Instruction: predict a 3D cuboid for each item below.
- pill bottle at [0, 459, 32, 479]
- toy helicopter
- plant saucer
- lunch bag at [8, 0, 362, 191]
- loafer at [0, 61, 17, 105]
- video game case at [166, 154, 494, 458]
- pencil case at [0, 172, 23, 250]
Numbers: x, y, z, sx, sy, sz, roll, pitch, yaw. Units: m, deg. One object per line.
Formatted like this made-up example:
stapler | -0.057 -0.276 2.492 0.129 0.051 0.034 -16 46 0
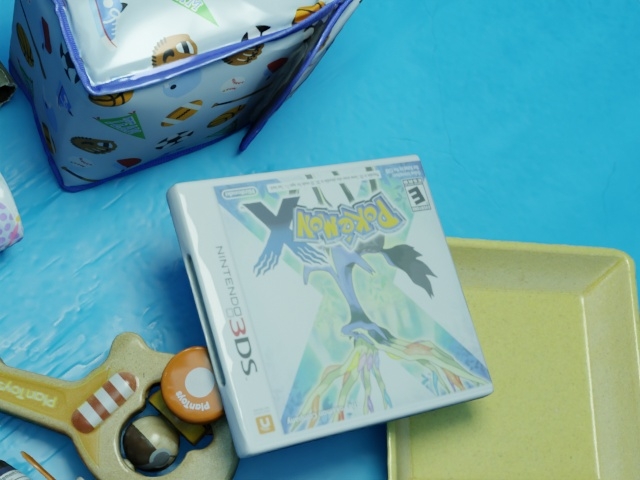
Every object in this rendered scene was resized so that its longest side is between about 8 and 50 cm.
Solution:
pill bottle | -0.323 0.301 1.285 0.219 0.123 0.123 31 66 12
toy helicopter | -0.263 0.206 1.377 0.355 0.140 0.235 16 76 3
plant saucer | 0.226 0.169 1.522 0.333 0.081 0.332 4 69 -13
lunch bag | -0.134 -0.233 1.436 0.385 0.328 0.239 -21 82 -22
loafer | -0.443 -0.129 1.445 0.087 0.094 0.251 34 66 4
video game case | 0.017 0.061 1.397 0.329 0.036 0.300 -9 75 -32
pencil case | -0.463 0.005 1.368 0.273 0.113 0.124 -29 61 -29
